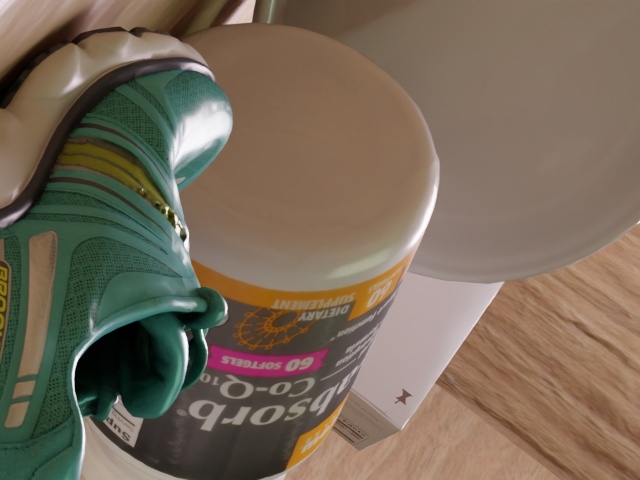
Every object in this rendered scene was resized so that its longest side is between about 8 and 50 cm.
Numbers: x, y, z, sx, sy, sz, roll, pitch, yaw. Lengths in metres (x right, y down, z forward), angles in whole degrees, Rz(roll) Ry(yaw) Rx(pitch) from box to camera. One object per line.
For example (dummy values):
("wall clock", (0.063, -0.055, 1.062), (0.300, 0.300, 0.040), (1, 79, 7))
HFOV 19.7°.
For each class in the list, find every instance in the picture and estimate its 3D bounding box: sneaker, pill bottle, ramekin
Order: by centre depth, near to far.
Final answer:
("sneaker", (-0.084, 0.012, 0.612), (0.107, 0.110, 0.275), (-52, -178, 27))
("pill bottle", (-0.049, 0.032, 0.976), (0.162, 0.162, 0.278), (-54, 170, -40))
("ramekin", (0.093, -0.123, 1.096), (0.273, 0.273, 0.127), (-52, -166, 17))

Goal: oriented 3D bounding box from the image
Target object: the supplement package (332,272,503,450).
("supplement package", (0.000, 0.000, 1.440), (0.204, 0.262, 0.145), (-53, -178, -17))
